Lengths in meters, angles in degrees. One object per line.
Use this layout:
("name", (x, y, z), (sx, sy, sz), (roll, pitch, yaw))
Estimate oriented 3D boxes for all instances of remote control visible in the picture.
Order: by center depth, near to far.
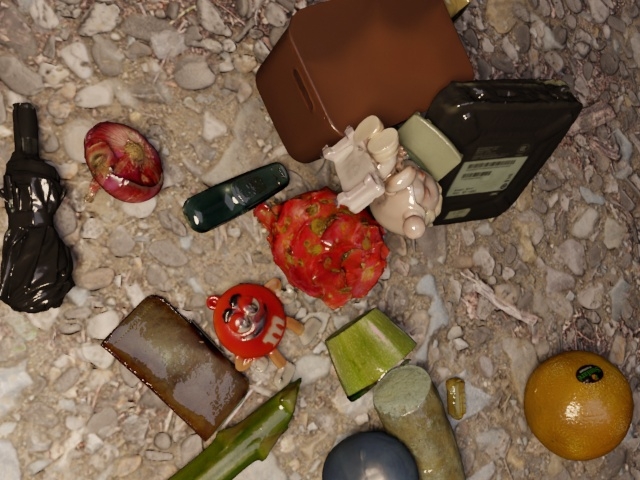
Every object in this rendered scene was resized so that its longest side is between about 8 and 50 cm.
("remote control", (-0.152, -0.086, 1.121), (0.221, 0.042, 0.072), (-30, 93, -26))
("remote control", (0.134, -0.114, 1.122), (0.123, 0.285, 0.038), (44, 45, -6))

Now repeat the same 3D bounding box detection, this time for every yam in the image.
("yam", (0.207, 0.420, 1.176), (0.133, 0.133, 0.331), (-22, 96, -26))

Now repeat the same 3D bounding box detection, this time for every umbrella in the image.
("umbrella", (-0.460, -0.055, 0.951), (0.117, 0.118, 0.341), (-5, 79, -26))

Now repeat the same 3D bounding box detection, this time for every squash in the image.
("squash", (0.091, 0.207, 1.134), (0.170, 0.170, 0.123), (-31, 85, -25))

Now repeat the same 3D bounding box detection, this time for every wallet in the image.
("wallet", (-0.241, 0.216, 1.043), (0.255, 0.031, 0.137), (48, 63, -13))

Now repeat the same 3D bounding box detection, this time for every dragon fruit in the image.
("dragon fruit", (0.000, 0.000, 1.101), (0.268, 0.205, 0.210), (27, 46, 19))

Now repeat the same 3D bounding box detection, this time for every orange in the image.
("orange", (0.553, 0.353, 1.294), (0.236, 0.236, 0.237), (4, 81, -25))

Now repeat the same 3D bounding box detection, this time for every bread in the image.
("bread", (0.286, 0.335, 1.272), (0.049, 0.033, 0.088), (-3, 88, -40))

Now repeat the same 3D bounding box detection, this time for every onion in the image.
("onion", (-0.350, -0.113, 1.009), (0.150, 0.140, 0.150), (43, 25, -26))

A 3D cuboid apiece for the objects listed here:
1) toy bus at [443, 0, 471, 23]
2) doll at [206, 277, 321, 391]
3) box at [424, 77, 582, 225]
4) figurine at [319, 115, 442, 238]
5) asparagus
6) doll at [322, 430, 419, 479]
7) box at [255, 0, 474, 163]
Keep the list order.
("toy bus", (0.174, -0.597, 1.262), (0.365, 0.201, 0.177), (46, 66, -13))
("doll", (-0.105, 0.151, 1.089), (0.217, 0.085, 0.183), (42, 65, -22))
("box", (0.319, -0.162, 1.207), (0.358, 0.350, 0.091), (-8, 52, -26))
("figurine", (0.121, -0.081, 1.000), (0.145, 0.182, 0.256), (-49, 135, 8))
("asparagus", (-0.153, 0.365, 1.028), (0.343, 0.082, 0.085), (-36, 103, -23))
("doll", (0.095, 0.483, 1.089), (0.227, 0.154, 0.259), (-13, 69, 13))
("box", (0.072, -0.316, 1.157), (0.339, 0.229, 0.240), (-27, 95, -26))
